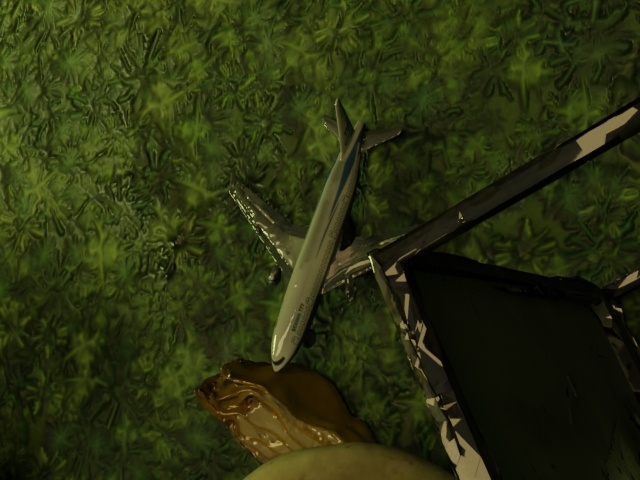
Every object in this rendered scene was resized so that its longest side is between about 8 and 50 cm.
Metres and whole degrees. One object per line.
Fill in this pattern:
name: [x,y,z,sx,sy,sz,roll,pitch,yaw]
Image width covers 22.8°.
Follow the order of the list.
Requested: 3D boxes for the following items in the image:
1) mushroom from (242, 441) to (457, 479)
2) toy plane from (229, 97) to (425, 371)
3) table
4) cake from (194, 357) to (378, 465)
mushroom: [0.021,0.267,1.161,0.246,0.202,0.246,-1,87,13]
toy plane: [0.002,-0.001,1.297,0.226,0.058,0.226,11,86,34]
table: [0.255,0.056,0.971,0.272,0.335,0.222,-32,69,26]
cake: [-0.016,0.157,1.267,0.079,0.116,0.185,-40,61,20]
